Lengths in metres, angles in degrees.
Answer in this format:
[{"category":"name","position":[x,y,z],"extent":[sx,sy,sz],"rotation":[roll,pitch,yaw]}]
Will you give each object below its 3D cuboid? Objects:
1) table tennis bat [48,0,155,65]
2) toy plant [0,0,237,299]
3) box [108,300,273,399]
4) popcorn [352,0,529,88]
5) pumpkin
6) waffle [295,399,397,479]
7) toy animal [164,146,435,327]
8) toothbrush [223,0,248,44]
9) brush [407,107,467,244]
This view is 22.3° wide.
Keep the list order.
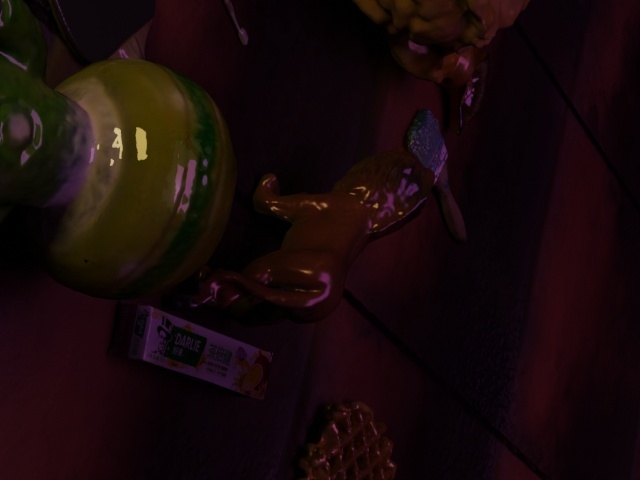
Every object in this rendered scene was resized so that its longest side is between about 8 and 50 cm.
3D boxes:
[{"category":"table tennis bat","position":[-0.172,-0.188,1.371],"extent":[0.138,0.022,0.247],"rotation":[-52,132,-46]},{"category":"toy plant","position":[-0.225,-0.066,1.169],"extent":[0.316,0.184,0.224],"rotation":[19,95,-45]},{"category":"box","position":[-0.112,0.101,1.463],"extent":[0.207,0.041,0.050],"rotation":[28,70,-57]},{"category":"popcorn","position":[0.135,-0.310,1.721],"extent":[0.265,0.225,0.332],"rotation":[-54,158,-28]},{"category":"pumpkin","position":[0.175,-0.179,1.958],"extent":[0.101,0.035,0.073],"rotation":[-47,141,-53]},{"category":"waffle","position":[0.027,0.256,1.711],"extent":[0.191,0.038,0.191],"rotation":[-3,94,-59]},{"category":"toy animal","position":[0.000,0.000,1.540],"extent":[0.312,0.157,0.097],"rotation":[-55,135,-46]},{"category":"toothbrush","position":[-0.087,-0.225,1.528],"extent":[0.008,0.006,0.097],"rotation":[-71,147,-44]},{"category":"brush","position":[0.142,-0.066,1.920],"extent":[0.070,0.021,0.196],"rotation":[-63,143,-38]}]
